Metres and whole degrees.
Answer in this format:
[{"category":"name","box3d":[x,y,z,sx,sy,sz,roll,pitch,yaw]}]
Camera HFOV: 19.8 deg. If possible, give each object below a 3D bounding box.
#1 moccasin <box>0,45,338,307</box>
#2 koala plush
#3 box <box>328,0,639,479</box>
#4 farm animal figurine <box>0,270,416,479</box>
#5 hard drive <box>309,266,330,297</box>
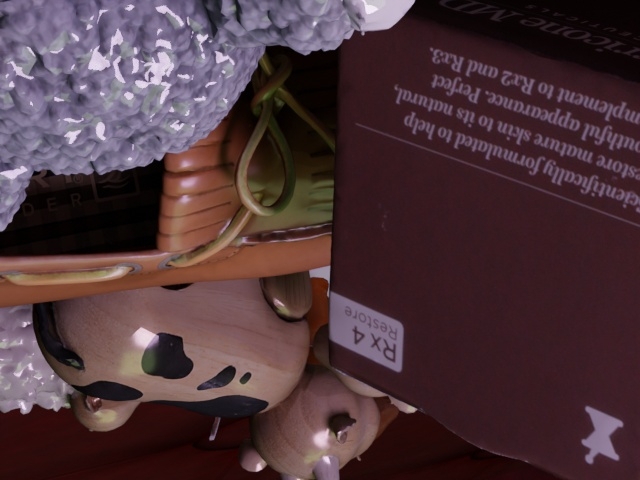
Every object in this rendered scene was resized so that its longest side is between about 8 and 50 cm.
[{"category":"moccasin","box3d":[-0.065,-0.053,0.840,0.380,0.139,0.147,-7,172,-3]},{"category":"koala plush","box3d":[-0.078,-0.111,0.446,0.196,0.221,0.203,-23,163,21]},{"category":"box","box3d":[0.132,-0.023,0.746,0.168,0.167,0.203,23,-149,38]},{"category":"farm animal figurine","box3d":[-0.018,0.050,1.025,0.327,0.172,0.330,9,151,-26]},{"category":"hard drive","box3d":[0.000,0.000,1.226,0.203,0.040,0.307,-6,159,-35]}]
